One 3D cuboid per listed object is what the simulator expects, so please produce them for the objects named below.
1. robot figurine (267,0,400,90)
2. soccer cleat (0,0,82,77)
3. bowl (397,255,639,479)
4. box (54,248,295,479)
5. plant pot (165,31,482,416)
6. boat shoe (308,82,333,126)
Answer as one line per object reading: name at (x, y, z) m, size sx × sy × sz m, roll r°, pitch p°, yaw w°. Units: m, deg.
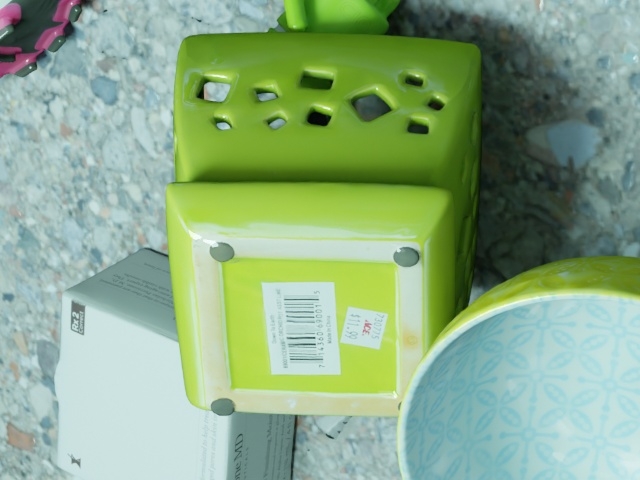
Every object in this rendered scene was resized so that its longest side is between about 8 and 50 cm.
robot figurine at (0.005, -0.157, 1.433) m, size 0.115 × 0.101 × 0.067 m, roll -46°, pitch 63°, yaw 5°
soccer cleat at (-0.251, -0.244, 1.581) m, size 0.331 × 0.116 × 0.143 m, roll -38°, pitch 70°, yaw 37°
bowl at (0.208, 0.116, 1.296) m, size 0.289 × 0.156 × 0.289 m, roll 10°, pitch 124°, yaw 14°
box at (-0.122, 0.128, 1.633) m, size 0.182 × 0.119 × 0.181 m, roll 20°, pitch 121°, yaw 27°
plant pot at (0.000, 0.000, 1.368) m, size 0.227 × 0.207 × 0.228 m, roll 2°, pitch 128°, yaw 5°
boat shoe at (-0.005, -0.069, 1.516) m, size 0.049 × 0.042 × 0.133 m, roll 13°, pitch 118°, yaw 28°
